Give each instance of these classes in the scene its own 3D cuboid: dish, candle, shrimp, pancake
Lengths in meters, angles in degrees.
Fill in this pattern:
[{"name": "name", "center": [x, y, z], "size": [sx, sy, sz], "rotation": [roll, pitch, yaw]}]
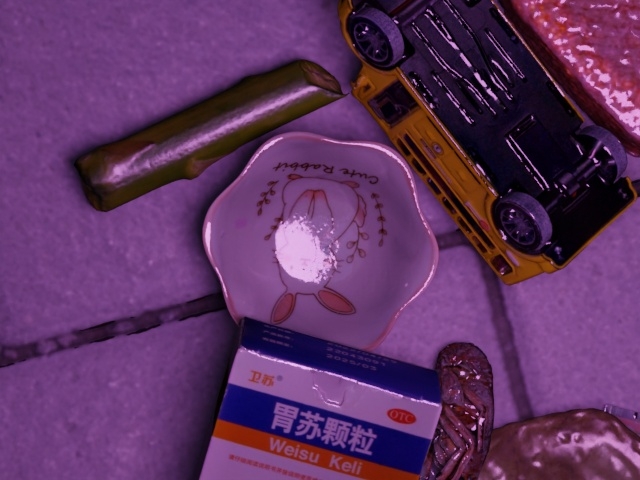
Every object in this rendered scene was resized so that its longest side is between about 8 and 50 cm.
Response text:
[{"name": "dish", "center": [0.000, 0.000, 1.901], "size": [0.229, 0.081, 0.229], "rotation": [0, 95, -2]}, {"name": "candle", "center": [0.320, -0.240, 1.884], "size": [0.287, 0.131, 0.317], "rotation": [7, 90, 1]}, {"name": "shrimp", "center": [0.131, 0.192, 1.904], "size": [0.073, 0.075, 0.190], "rotation": [8, 80, 3]}, {"name": "pancake", "center": [0.229, 0.276, 1.910], "size": [0.222, 0.042, 0.236], "rotation": [41, 91, 17]}]

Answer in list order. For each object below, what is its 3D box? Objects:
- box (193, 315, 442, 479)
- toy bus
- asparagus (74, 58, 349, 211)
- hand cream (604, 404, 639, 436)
[{"name": "box", "center": [-0.021, 0.246, 1.857], "size": [0.200, 0.106, 0.299], "rotation": [16, 106, -4]}, {"name": "toy bus", "center": [0.141, -0.122, 1.858], "size": [0.145, 0.151, 0.331], "rotation": [-40, 93, -27]}, {"name": "asparagus", "center": [-0.109, -0.108, 1.905], "size": [0.278, 0.060, 0.067], "rotation": [-28, 81, -2]}, {"name": "hand cream", "center": [0.291, 0.272, 1.936], "size": [0.067, 0.043, 0.209], "rotation": [15, 85, -4]}]
